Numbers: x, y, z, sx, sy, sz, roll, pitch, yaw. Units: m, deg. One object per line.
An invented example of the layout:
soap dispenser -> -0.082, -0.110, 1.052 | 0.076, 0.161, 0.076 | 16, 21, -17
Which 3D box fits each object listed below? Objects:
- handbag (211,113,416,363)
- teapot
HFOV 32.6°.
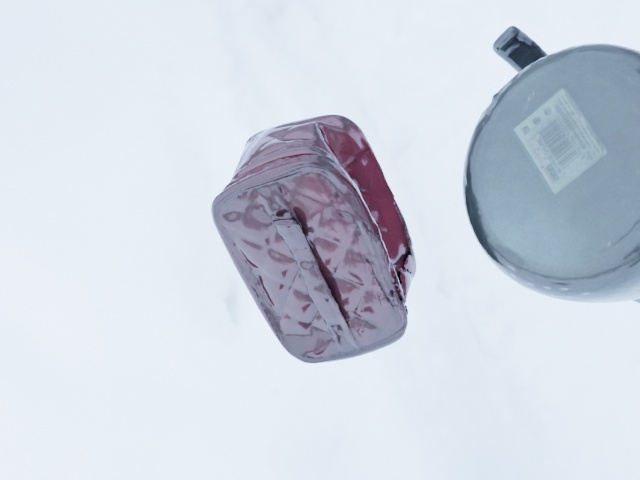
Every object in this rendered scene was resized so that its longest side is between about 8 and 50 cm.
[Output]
handbag -> 0.000, 0.000, 1.038 | 0.146, 0.225, 0.135 | -14, 26, 20
teapot -> 0.266, -0.052, 1.046 | 0.305, 0.285, 0.223 | 30, 97, 41
